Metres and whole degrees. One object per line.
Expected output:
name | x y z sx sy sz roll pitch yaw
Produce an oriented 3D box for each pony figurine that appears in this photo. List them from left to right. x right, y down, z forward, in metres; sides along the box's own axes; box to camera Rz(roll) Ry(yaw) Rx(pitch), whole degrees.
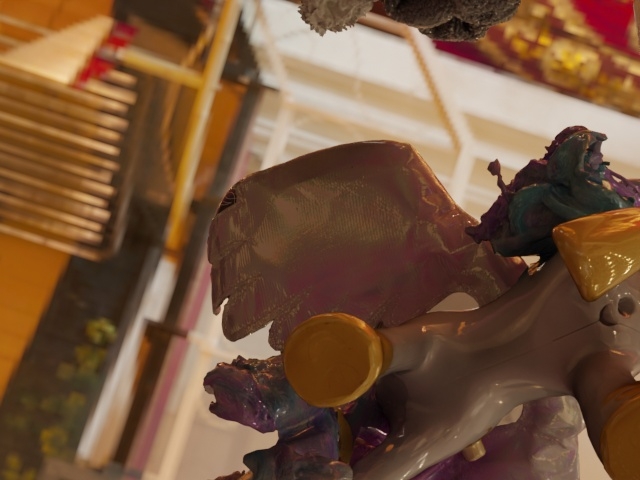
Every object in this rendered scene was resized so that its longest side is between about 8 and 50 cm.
pony figurine | 0.078 0.071 0.817 0.303 0.351 0.363 66 24 1

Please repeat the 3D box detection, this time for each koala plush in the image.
koala plush | 0.076 -0.300 1.694 0.203 0.221 0.196 137 -50 -69

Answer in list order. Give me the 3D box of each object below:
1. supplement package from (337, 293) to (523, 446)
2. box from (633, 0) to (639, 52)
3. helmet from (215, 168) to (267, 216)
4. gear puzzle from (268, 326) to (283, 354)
supplement package | 0.090 0.155 1.513 0.244 0.139 0.134 -50 -165 51
box | 0.426 -0.222 1.387 0.345 0.215 0.168 100 -13 -70
helmet | -0.057 -0.009 1.999 0.161 0.169 0.169 50 52 -56
gear puzzle | 0.000 0.000 1.582 0.175 0.044 0.339 -44 -166 6
